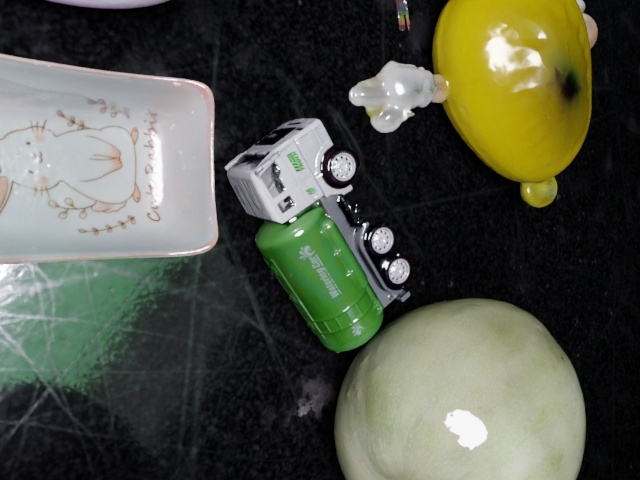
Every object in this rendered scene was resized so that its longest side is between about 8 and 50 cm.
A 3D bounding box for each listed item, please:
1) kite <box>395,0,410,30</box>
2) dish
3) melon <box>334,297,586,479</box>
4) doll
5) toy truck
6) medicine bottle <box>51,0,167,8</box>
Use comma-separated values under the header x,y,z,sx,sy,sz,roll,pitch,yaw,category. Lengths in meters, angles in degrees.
x,y,z,sx,sy,sz,roll,pitch,yaw,category
0.089,-0.396,0.679,0.198,0.006,0.244,-11,96,-36,kite
-0.195,-0.060,0.427,0.212,0.077,0.151,-3,93,-36,dish
0.150,0.191,0.572,0.308,0.271,0.272,7,85,-57,melon
0.221,-0.273,0.674,0.348,0.161,0.423,9,100,-20,doll
0.000,0.000,0.558,0.125,0.101,0.242,-38,114,-18,toy truck
-0.173,-0.345,0.342,0.241,0.241,0.302,4,87,-36,medicine bottle
